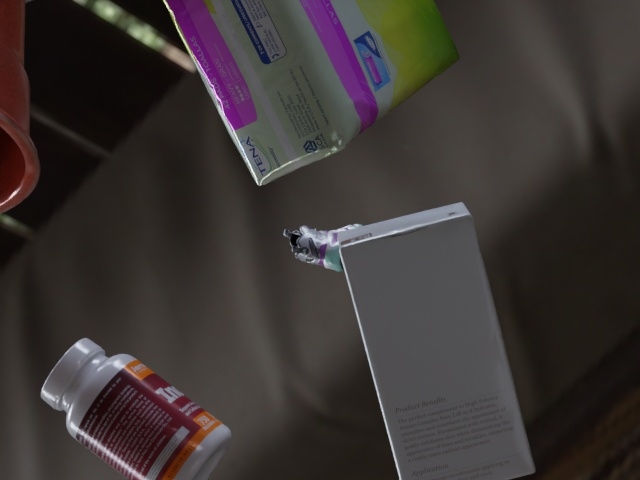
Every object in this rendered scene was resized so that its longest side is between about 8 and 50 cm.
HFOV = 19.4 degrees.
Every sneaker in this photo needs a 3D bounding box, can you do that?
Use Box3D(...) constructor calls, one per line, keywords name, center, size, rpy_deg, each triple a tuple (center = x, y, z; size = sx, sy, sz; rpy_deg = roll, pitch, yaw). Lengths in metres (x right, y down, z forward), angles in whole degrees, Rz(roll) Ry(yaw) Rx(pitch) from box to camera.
Box3D(name="sneaker", center=(0.000, 0.000, 1.728), size=(0.069, 0.098, 0.038), rpy_deg=(12, 99, 13))

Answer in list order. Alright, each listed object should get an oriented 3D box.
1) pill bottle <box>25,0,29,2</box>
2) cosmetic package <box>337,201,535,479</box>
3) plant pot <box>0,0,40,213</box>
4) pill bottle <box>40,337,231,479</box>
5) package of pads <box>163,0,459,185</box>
Box3D(name="pill bottle", center=(-0.300, -0.361, 1.942), size=(0.362, 0.210, 0.210), rpy_deg=(-15, 56, 29))
Box3D(name="cosmetic package", center=(0.097, 0.093, 1.576), size=(0.117, 0.231, 0.085), rpy_deg=(-13, 9, 1))
Box3D(name="plant pot", center=(-0.326, -0.183, 1.367), size=(0.272, 0.272, 0.265), rpy_deg=(-18, 59, 40))
Box3D(name="pill bottle", center=(-0.157, 0.151, 1.580), size=(0.152, 0.086, 0.086), rpy_deg=(35, 96, 10))
Box3D(name="package of pads", center=(-0.016, -0.194, 1.452), size=(0.101, 0.229, 0.296), rpy_deg=(-23, 7, 26))
